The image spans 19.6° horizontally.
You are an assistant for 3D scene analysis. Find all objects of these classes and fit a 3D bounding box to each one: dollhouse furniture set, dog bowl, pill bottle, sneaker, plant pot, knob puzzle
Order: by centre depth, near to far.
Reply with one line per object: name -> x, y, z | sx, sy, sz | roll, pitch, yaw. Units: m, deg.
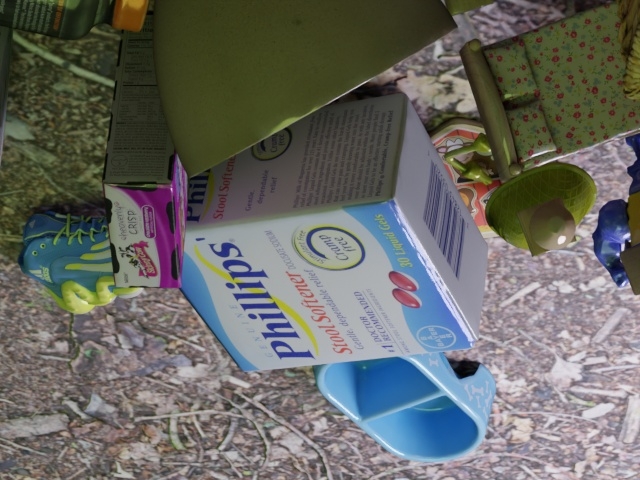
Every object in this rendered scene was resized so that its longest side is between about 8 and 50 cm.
plant pot -> -0.044, -0.208, 1.699 | 0.284, 0.284, 0.191 | -27, 95, 31
dollhouse furniture set -> 0.310, -0.141, 1.711 | 0.303, 0.356, 0.174 | -19, 177, -3
pill bottle -> -0.277, -0.260, 1.717 | 0.245, 0.130, 0.130 | 12, 140, -10
knob puzzle -> 0.167, -0.059, 2.020 | 0.213, 0.030, 0.213 | 2, 141, 1
sneaker -> -0.262, 0.012, 2.064 | 0.126, 0.091, 0.240 | 30, 143, -23
dog bowl -> 0.100, 0.178, 2.279 | 0.166, 0.074, 0.297 | -22, 134, 27

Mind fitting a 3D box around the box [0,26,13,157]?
box -> -0.376, -0.105, 1.832 | 0.126, 0.231, 0.262 | 8, 141, -8

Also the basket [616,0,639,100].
basket -> 0.431, -0.230, 1.648 | 0.299, 0.223, 0.213 | 16, 138, -15

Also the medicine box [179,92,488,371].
medicine box -> 0.000, 0.000, 1.984 | 0.289, 0.149, 0.263 | -9, 139, 23

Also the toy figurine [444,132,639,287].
toy figurine -> 0.318, -0.038, 1.866 | 0.362, 0.217, 0.191 | -26, 137, 22

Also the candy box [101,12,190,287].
candy box -> -0.168, -0.091, 1.837 | 0.071, 0.233, 0.159 | 2, 140, 1
